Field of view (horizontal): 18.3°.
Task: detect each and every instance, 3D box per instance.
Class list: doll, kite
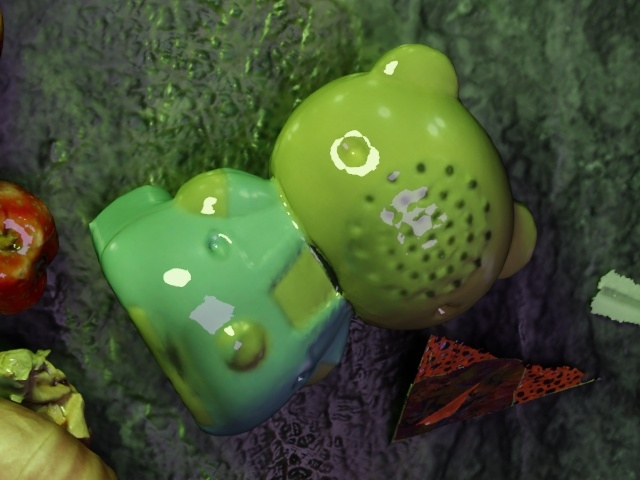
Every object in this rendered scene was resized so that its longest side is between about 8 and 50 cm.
[{"bbox_3d":[0.000,0.000,1.279,0.261,0.161,0.177,-30,111,-3],"label":"doll"},{"bbox_3d":[0.094,0.112,1.397,0.125,0.008,0.222,-38,149,24],"label":"kite"}]

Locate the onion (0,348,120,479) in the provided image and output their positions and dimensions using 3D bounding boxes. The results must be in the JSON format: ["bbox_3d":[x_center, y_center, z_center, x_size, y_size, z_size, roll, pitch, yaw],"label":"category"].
[{"bbox_3d":[-0.252,0.240,1.206,0.354,0.353,0.353,-5,108,-15],"label":"onion"}]

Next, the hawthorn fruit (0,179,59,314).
[{"bbox_3d":[-0.206,0.006,1.258,0.093,0.093,0.093,-5,108,-15],"label":"hawthorn fruit"}]

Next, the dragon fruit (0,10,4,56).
[{"bbox_3d":[-0.231,-0.139,1.219,0.094,0.094,0.190,22,75,-22],"label":"dragon fruit"}]

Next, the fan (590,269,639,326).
[{"bbox_3d":[0.381,0.100,1.502,0.415,0.012,0.233,15,102,-21],"label":"fan"}]
